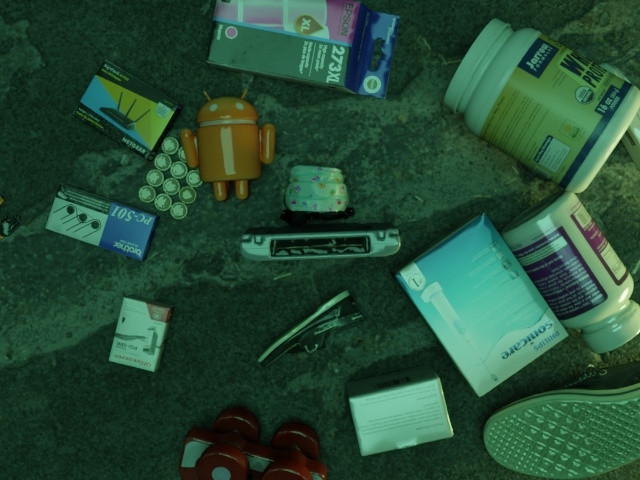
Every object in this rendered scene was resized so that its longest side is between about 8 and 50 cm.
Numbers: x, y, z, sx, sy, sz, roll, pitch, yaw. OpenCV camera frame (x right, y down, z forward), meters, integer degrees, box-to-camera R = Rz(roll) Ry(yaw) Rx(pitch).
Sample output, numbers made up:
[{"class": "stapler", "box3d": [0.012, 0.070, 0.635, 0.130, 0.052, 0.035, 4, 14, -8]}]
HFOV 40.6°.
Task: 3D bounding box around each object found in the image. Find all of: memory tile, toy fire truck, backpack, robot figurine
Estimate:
[{"class": "memory tile", "box3d": [-0.297, -0.127, 1.772, 0.113, 0.012, 0.148, 26, 91, -1]}, {"class": "toy fire truck", "box3d": [-0.139, 0.496, 1.734, 0.302, 0.169, 0.254, 14, 111, 0]}, {"class": "backpack", "box3d": [-0.012, -0.091, 1.688, 0.151, 0.182, 0.115, -6, 92, 1]}, {"class": "robot figurine", "box3d": [-0.183, -0.188, 1.711, 0.158, 0.128, 0.220, -1, 93, 38]}]

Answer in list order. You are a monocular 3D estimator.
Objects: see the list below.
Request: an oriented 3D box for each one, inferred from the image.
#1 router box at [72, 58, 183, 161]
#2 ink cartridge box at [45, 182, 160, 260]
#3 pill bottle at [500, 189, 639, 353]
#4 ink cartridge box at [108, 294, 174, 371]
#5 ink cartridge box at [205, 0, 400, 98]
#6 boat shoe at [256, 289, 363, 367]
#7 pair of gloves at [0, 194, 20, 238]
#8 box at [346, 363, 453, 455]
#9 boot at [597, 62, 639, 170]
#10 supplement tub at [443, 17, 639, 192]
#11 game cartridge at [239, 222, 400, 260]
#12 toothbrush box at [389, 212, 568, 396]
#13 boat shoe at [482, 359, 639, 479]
[{"class": "router box", "box3d": [-0.387, -0.261, 1.745, 0.178, 0.046, 0.133, 31, 92, 3]}, {"class": "ink cartridge box", "box3d": [-0.441, -0.038, 1.759, 0.207, 0.046, 0.097, 18, 93, -1]}, {"class": "pill bottle", "box3d": [0.502, 0.065, 1.700, 0.169, 0.169, 0.302, -34, 92, 1]}, {"class": "ink cartridge box", "box3d": [-0.364, 0.189, 1.762, 0.099, 0.056, 0.135, 13, 92, -1]}, {"class": "ink cartridge box", "box3d": [-0.034, -0.405, 1.738, 0.370, 0.069, 0.176, 11, 92, -3]}, {"class": "boat shoe", "box3d": [-0.022, 0.193, 1.748, 0.233, 0.084, 0.079, -33, 91, -2]}, {"class": "pair of gloves", "box3d": [-0.662, -0.046, 1.776, 0.074, 0.010, 0.083, -41, 92, 1]}, {"class": "box", "box3d": [0.151, 0.330, 1.705, 0.180, 0.182, 0.119, -13, 90, 0]}, {"class": "boot", "box3d": [0.652, -0.261, 1.735, 0.123, 0.095, 0.258, -32, 98, -7]}, {"class": "supplement tub", "box3d": [0.416, -0.260, 1.644, 0.316, 0.228, 0.228, 33, 92, 10]}, {"class": "game cartridge", "box3d": [0.000, 0.000, 1.683, 0.297, 0.198, 0.062, -2, 92, 1]}, {"class": "toothbrush box", "box3d": [0.311, 0.124, 1.723, 0.216, 0.126, 0.296, -36, 91, 1]}, {"class": "boat shoe", "box3d": [0.572, 0.344, 1.724, 0.499, 0.156, 0.187, -19, 97, 12]}]
